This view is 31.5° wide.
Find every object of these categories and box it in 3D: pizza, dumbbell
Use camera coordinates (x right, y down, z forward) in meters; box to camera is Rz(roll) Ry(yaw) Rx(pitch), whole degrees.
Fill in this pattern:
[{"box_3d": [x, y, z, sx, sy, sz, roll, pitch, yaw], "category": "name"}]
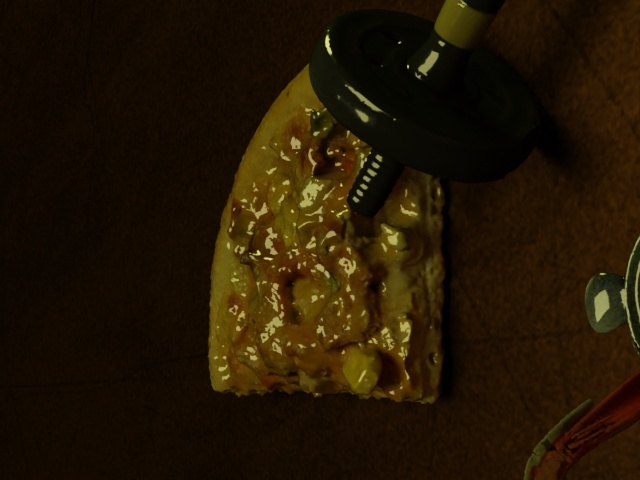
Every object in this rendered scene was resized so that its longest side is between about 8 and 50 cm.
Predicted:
[{"box_3d": [-0.018, -0.009, 0.849, 0.268, 0.087, 0.257, -10, 79, 57], "category": "pizza"}, {"box_3d": [0.090, -0.141, 0.633, 0.143, 0.143, 0.325, 57, 134, 37], "category": "dumbbell"}]

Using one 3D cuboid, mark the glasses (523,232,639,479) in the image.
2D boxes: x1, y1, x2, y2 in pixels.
[{"box_3d": [0.145, -0.016, 0.461, 0.118, 0.268, 0.234, 34, 117, 29], "category": "glasses"}]
